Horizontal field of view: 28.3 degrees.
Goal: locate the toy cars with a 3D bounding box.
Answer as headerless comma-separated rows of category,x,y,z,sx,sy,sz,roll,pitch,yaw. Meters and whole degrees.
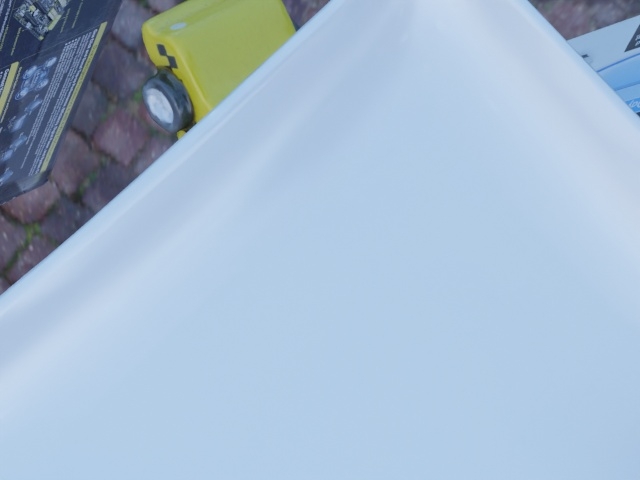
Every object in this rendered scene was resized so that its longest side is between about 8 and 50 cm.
toy cars,-0.055,0.046,0.738,0.176,0.087,0.393,16,90,-42

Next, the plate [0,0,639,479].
plate,0.030,0.087,0.393,0.277,0.045,0.278,-43,83,-6

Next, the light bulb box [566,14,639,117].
light bulb box,0.344,-0.054,1.405,0.225,0.358,0.361,46,56,-22

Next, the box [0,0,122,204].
box,-0.309,-0.135,1.005,0.097,0.395,0.318,48,47,12
